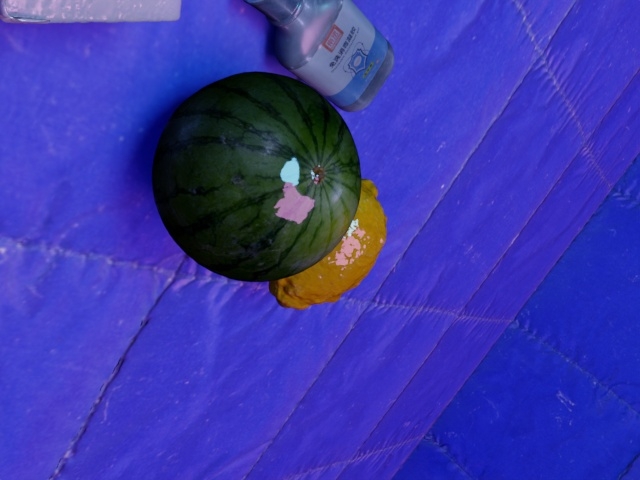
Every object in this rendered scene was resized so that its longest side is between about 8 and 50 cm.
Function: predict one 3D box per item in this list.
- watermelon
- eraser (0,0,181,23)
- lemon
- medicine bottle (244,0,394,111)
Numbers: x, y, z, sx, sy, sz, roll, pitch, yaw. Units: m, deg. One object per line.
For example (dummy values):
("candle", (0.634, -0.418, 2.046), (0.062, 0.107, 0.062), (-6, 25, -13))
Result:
("watermelon", (-0.064, -0.055, 0.545), (0.188, 0.215, 0.188), (0, 90, -37))
("eraser", (-0.132, -0.269, 0.306), (0.130, 0.086, 0.287), (-18, 137, -39))
("lemon", (0.000, 0.000, 0.709), (0.187, 0.142, 0.142), (-56, 148, 5))
("medicine bottle", (0.002, -0.200, 0.581), (0.090, 0.054, 0.208), (-55, 148, 10))
